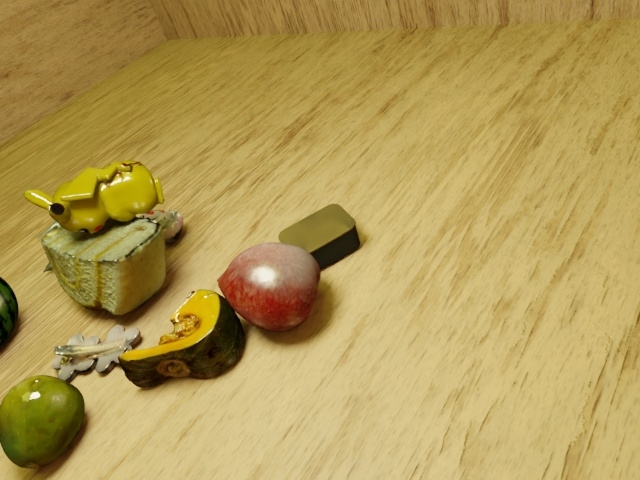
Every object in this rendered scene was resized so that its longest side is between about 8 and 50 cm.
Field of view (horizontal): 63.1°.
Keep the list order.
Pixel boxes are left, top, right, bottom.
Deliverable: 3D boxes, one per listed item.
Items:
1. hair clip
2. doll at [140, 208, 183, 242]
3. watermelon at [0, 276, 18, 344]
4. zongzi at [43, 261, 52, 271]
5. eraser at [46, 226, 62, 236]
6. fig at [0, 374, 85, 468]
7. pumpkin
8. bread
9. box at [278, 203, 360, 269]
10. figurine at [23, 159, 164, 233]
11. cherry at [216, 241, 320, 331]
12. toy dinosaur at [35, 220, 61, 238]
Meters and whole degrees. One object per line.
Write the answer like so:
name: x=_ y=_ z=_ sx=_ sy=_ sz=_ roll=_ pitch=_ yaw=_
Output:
hair clip: x=-0.605 y=0.295 z=1.392 sx=0.256 sy=0.075 sz=0.146 roll=-10 pitch=41 yaw=4
doll: x=-0.539 y=-0.051 z=1.753 sx=0.192 sy=0.095 sz=0.149 roll=17 pitch=45 yaw=40
watermelon: x=-1.040 y=0.214 z=1.514 sx=0.285 sy=0.285 sz=0.285 roll=-13 pitch=39 yaw=10
zongzi: x=-0.883 y=0.067 z=1.795 sx=0.109 sy=0.055 sz=0.119 roll=-5 pitch=39 yaw=32
eraser: x=-0.866 y=-0.028 z=1.856 sx=0.172 sy=0.058 sz=0.117 roll=-12 pitch=15 yaw=-4
fig: x=-0.634 y=0.410 z=1.177 sx=0.180 sy=0.181 sz=0.191 roll=-14 pitch=61 yaw=9
pumpkin: x=-0.333 y=0.235 z=1.278 sx=0.280 sy=0.139 sz=0.190 roll=-11 pitch=43 yaw=8
bread: x=-0.590 y=0.077 z=1.506 sx=0.395 sy=0.264 sz=0.239 roll=15 pitch=38 yaw=37
box: x=0.000 y=0.000 z=1.445 sx=0.201 sy=0.090 sz=0.144 roll=-30 pitch=39 yaw=-12
figurine: x=-0.596 y=-0.115 z=1.407 sx=0.326 sy=0.169 sz=0.218 roll=-29 pitch=30 yaw=-23
cherry: x=-0.119 y=0.100 z=1.263 sx=0.206 sy=0.239 sz=0.239 roll=-53 pitch=25 yaw=38
toy dinosaur: x=-1.026 y=-0.073 z=2.051 sx=0.187 sy=0.044 sz=0.106 roll=-35 pitch=25 yaw=2
